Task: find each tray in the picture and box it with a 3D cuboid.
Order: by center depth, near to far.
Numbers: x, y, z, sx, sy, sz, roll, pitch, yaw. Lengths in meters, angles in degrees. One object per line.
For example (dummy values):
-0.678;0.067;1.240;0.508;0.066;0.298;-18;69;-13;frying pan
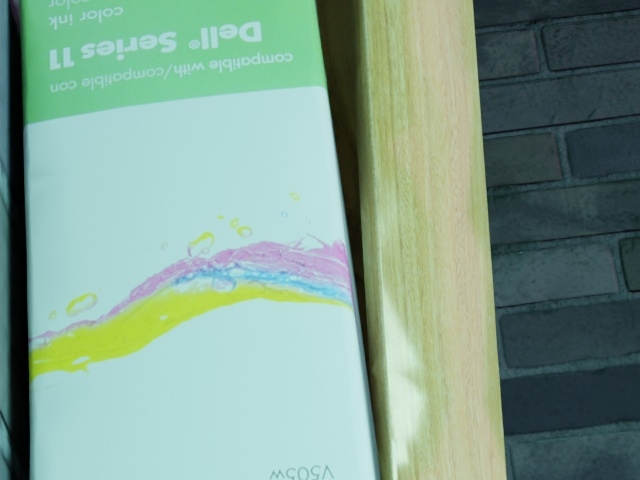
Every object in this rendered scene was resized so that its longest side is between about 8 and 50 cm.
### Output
0.000;0.000;0.983;0.203;0.076;0.411;-19;-110;56;tray

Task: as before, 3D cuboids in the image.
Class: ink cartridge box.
-0.037;0.095;0.727;0.207;0.119;0.353;82;1;-57;ink cartridge box
